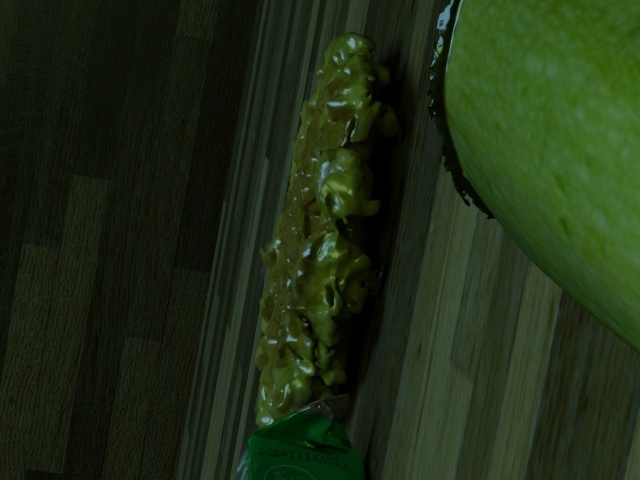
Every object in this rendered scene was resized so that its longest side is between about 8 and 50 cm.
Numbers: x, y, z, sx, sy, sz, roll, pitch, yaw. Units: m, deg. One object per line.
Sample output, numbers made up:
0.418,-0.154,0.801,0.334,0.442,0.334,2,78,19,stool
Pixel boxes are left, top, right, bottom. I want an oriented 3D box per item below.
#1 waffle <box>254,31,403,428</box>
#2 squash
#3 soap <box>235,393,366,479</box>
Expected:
0.000,0.000,1.276,0.302,0.068,0.325,-116,34,-77,waffle
0.099,-0.008,0.381,0.287,0.137,0.137,-101,21,-62,squash
-0.025,0.258,1.037,0.273,0.098,0.218,-95,16,-59,soap
